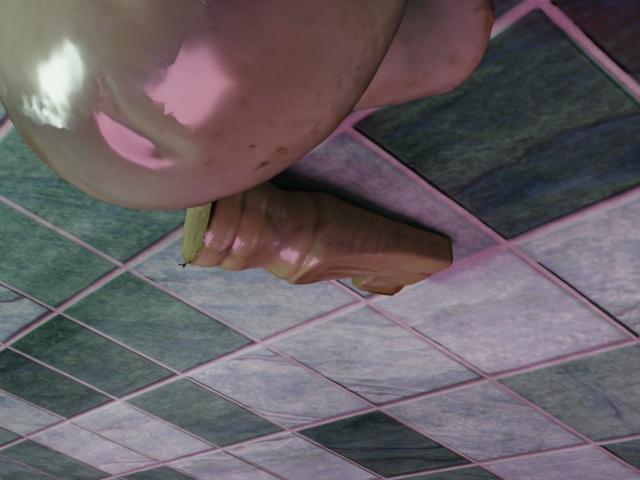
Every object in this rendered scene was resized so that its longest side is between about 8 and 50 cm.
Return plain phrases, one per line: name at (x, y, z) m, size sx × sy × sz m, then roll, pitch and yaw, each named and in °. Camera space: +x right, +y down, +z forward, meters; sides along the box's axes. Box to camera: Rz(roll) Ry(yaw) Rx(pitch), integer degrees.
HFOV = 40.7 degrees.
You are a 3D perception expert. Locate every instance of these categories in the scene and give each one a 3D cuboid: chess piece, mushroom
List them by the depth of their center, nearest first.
mushroom at (-0.052, -0.186, 0.555) m, size 0.356 × 0.315 × 0.315 m, roll -23°, pitch 145°, yaw -7°
chess piece at (0.000, 0.000, 0.983) m, size 0.300 × 0.137 × 0.137 m, roll 14°, pitch 149°, yaw -19°
